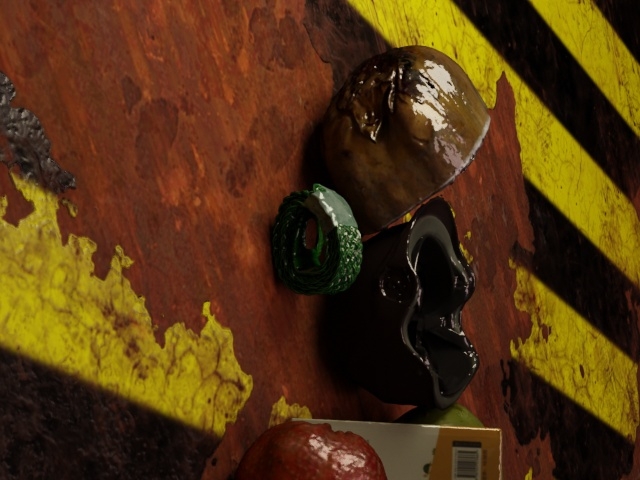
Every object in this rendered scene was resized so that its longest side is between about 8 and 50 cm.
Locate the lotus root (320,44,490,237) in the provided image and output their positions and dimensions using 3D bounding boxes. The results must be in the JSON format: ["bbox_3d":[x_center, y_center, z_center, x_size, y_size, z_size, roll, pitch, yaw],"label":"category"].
[{"bbox_3d":[0.104,-0.154,1.698,0.192,0.272,0.272,50,46,-21],"label":"lotus root"}]

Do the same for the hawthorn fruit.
[{"bbox_3d":[-0.018,0.356,1.498,0.205,0.205,0.253,40,62,-46],"label":"hawthorn fruit"}]

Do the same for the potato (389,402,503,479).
[{"bbox_3d":[0.167,0.387,1.747,0.216,0.216,0.304,-4,100,-55],"label":"potato"}]

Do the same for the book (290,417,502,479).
[{"bbox_3d":[0.101,0.352,1.624,0.020,0.295,0.208,119,-25,-79],"label":"book"}]

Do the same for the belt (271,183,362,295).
[{"bbox_3d":[0.000,0.000,1.623,0.079,0.121,0.151,-6,87,-53],"label":"belt"}]

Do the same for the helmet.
[{"bbox_3d":[0.111,0.095,1.722,0.225,0.177,0.305,7,76,-60],"label":"helmet"}]
